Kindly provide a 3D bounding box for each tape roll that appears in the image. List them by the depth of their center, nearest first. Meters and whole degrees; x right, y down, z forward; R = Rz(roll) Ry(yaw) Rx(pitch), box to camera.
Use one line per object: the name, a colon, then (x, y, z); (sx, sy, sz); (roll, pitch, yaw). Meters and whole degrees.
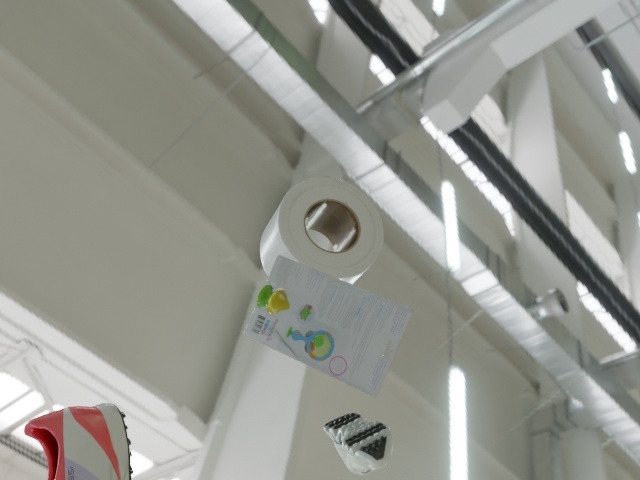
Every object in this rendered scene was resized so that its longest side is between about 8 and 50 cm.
tape roll: (0.000, 0.000, 1.670); (0.246, 0.169, 0.246); (7, -114, -16)

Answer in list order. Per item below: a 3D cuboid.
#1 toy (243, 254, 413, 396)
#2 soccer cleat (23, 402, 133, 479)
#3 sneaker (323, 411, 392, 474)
toy: (0.013, 0.126, 1.115); (0.136, 0.237, 0.056); (-66, -23, -6)
soccer cleat: (-0.272, 0.347, 0.866); (0.116, 0.108, 0.318); (4, -125, -37)
sneaker: (0.097, 0.461, 1.624); (0.110, 0.292, 0.118); (-19, -89, -13)
